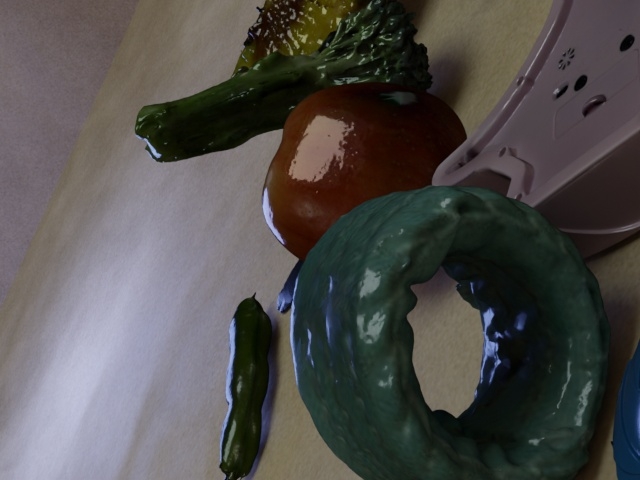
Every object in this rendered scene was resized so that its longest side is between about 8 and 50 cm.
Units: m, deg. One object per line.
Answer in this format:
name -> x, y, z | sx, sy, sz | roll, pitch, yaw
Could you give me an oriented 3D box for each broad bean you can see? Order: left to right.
broad bean -> -0.079, 0.149, 1.464 | 0.065, 0.046, 0.254 | 119, 162, -44

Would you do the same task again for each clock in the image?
clock -> 0.204, -0.115, 1.064 | 0.290, 0.080, 0.275 | -42, 30, 42

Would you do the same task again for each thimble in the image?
thimble -> 0.094, 0.077, 0.947 | 0.198, 0.235, 0.143 | -27, 7, -24

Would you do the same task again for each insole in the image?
insole -> 0.000, 0.000, 1.506 | 0.188, 0.004, 0.064 | -59, 21, 13

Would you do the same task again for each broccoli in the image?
broccoli -> -0.036, -0.140, 1.380 | 0.145, 0.304, 0.164 | -119, 15, -86

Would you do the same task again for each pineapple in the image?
pineapple -> 0.024, -0.238, 1.592 | 0.161, 0.158, 0.334 | 43, 116, 27

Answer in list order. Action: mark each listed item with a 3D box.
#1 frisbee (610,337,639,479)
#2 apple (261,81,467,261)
frisbee -> 0.246, 0.079, 0.798 | 0.242, 0.045, 0.242 | -48, 27, 36
apple -> 0.037, -0.055, 1.227 | 0.199, 0.199, 0.199 | -49, 26, 34
